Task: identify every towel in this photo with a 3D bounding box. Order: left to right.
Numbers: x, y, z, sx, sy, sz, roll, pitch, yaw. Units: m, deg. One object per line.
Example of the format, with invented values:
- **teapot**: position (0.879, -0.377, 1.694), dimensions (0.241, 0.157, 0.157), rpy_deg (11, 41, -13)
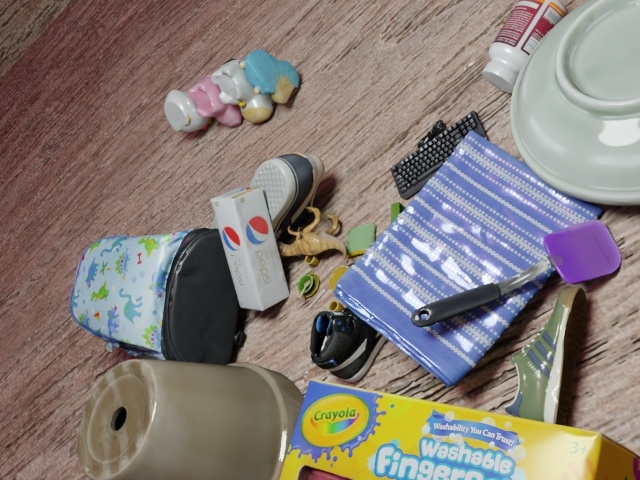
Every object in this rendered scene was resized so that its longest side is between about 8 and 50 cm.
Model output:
- **towel**: position (0.204, 0.017, 1.150), dimensions (0.243, 0.040, 0.336), rpy_deg (38, 84, 30)

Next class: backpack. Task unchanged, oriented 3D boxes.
- **backpack**: position (-0.329, 0.107, 1.575), dimensions (0.355, 0.273, 0.290), rpy_deg (2, 81, 59)

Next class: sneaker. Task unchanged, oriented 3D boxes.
- **sneaker**: position (-0.098, -0.055, 1.532), dimensions (0.126, 0.127, 0.321), rpy_deg (58, 138, 9)
- **sneaker**: position (0.062, 0.113, 1.255), dimensions (0.079, 0.121, 0.217), rpy_deg (23, 83, 48)
- **sneaker**: position (0.291, 0.151, 1.048), dimensions (0.086, 0.064, 0.192), rpy_deg (1, 70, 40)

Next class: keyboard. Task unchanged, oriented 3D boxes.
- **keyboard**: position (0.198, -0.157, 1.370), dimensions (0.180, 0.023, 0.108), rpy_deg (-34, 46, 24)

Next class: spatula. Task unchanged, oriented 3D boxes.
- **spatula**: position (0.262, 0.056, 1.082), dimensions (0.296, 0.030, 0.084), rpy_deg (-24, 61, 6)

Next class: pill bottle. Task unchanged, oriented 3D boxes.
- **pill bottle**: position (0.330, -0.322, 1.294), dimensions (0.086, 0.086, 0.152), rpy_deg (31, 89, 50)

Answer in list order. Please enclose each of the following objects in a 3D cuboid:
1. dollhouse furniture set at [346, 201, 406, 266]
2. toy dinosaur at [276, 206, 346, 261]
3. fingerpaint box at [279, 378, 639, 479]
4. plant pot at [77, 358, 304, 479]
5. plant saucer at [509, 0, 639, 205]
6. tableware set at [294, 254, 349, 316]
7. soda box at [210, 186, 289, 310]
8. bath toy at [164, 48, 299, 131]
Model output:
- **dollhouse furniture set**: position (0.088, -0.012, 1.358), dimensions (0.151, 0.058, 0.076), rpy_deg (-19, 53, 36)
- **toy dinosaur**: position (0.000, 0.000, 1.431), dimensions (0.211, 0.064, 0.112), rpy_deg (-4, 63, 46)
- **fingerpaint box**: position (0.131, 0.393, 0.978), dimensions (0.445, 0.163, 0.371), rpy_deg (2, 67, 45)
- **plant pot**: position (-0.219, 0.321, 1.283), dimensions (0.323, 0.280, 0.323), rpy_deg (-24, 49, 32)
- **plant saucer**: position (0.439, -0.241, 1.087), dimensions (0.400, 0.100, 0.400), rpy_deg (-20, 51, 26)
- **tableware set**: position (0.006, 0.078, 1.409), dimensions (0.104, 0.024, 0.154), rpy_deg (-48, 41, 10)
- **soda box**: position (-0.127, 0.014, 1.445), dimensions (0.069, 0.074, 0.216), rpy_deg (2, 112, 46)
- **bath toy**: position (-0.209, -0.324, 1.802), dimensions (0.348, 0.151, 0.129), rpy_deg (-10, 20, 44)
